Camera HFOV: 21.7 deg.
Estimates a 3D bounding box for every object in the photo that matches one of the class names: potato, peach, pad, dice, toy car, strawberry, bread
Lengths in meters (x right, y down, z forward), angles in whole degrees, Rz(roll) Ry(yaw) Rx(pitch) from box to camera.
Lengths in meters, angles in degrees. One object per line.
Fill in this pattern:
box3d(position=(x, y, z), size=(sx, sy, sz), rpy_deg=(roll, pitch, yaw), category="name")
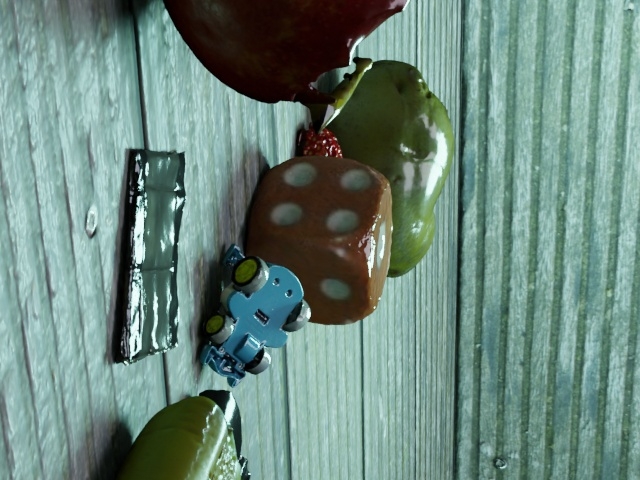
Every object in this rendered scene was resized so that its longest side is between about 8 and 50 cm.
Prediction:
box3d(position=(0.104, -0.106, 2.603), size=(0.218, 0.202, 0.351), rpy_deg=(-41, 135, -73), category="potato")
box3d(position=(-0.015, -0.338, 1.767), size=(0.406, 0.310, 0.335), rpy_deg=(-56, -173, -37), category="peach")
box3d(position=(-0.182, 0.016, 1.848), size=(0.174, 0.022, 0.233), rpy_deg=(-7, 102, -76), category="pad")
box3d(position=(0.000, 0.000, 2.285), size=(0.175, 0.179, 0.174), rpy_deg=(88, 14, -49), category="dice")
box3d(position=(-0.101, 0.096, 2.129), size=(0.161, 0.098, 0.126), rpy_deg=(-54, 132, -7), category="toy car")
box3d(position=(0.003, -0.075, 2.466), size=(0.121, 0.082, 0.188), rpy_deg=(-32, 130, -70), category="strawberry")
box3d(position=(-0.188, 0.332, 1.767), size=(0.383, 0.112, 0.166), rpy_deg=(-68, 157, -46), category="bread")

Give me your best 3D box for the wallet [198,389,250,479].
box3d(position=(-0.165, 0.397, 2.004), size=(0.228, 0.062, 0.406), rpy_deg=(83, 19, -45), category="wallet")
